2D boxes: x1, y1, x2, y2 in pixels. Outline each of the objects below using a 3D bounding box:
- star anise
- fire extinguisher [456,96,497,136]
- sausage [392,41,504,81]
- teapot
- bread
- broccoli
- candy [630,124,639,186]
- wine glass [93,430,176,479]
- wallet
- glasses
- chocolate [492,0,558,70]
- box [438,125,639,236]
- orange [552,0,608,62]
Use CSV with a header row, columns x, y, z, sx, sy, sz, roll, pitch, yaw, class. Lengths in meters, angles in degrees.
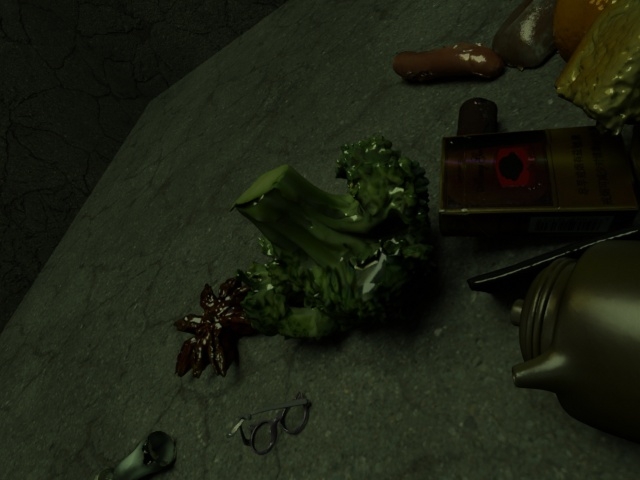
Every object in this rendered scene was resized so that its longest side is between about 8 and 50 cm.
x,y,z,sx,sy,sz,roll,pitch,yaw,class
-0.222,0.181,0.922,0.288,0.088,0.288,-25,43,27,star anise
0.277,-0.142,0.750,0.089,0.072,0.268,-15,46,40,fire extinguisher
0.280,-0.409,0.998,0.078,0.078,0.304,-52,37,-9,sausage
0.291,0.086,0.441,0.267,0.186,0.175,-22,21,-36,teapot
0.408,-0.239,0.483,0.261,0.163,0.204,-18,24,19,bread
0.024,0.004,0.707,0.338,0.318,0.277,6,52,18,broccoli
0.503,-0.121,0.486,0.259,0.118,0.260,-31,34,24,candy
-0.356,0.436,0.828,0.155,0.072,0.072,-37,37,12,wine glass
0.311,0.020,0.528,0.244,0.124,0.025,-22,71,29,wallet
-0.099,0.284,0.689,0.140,0.103,0.063,-39,39,15,glasses
0.463,-0.471,0.872,0.261,0.083,0.161,-45,35,3,chocolate
0.295,-0.086,0.619,0.239,0.071,0.160,0,59,19,box
0.484,-0.366,0.672,0.219,0.193,0.219,-37,20,16,orange
